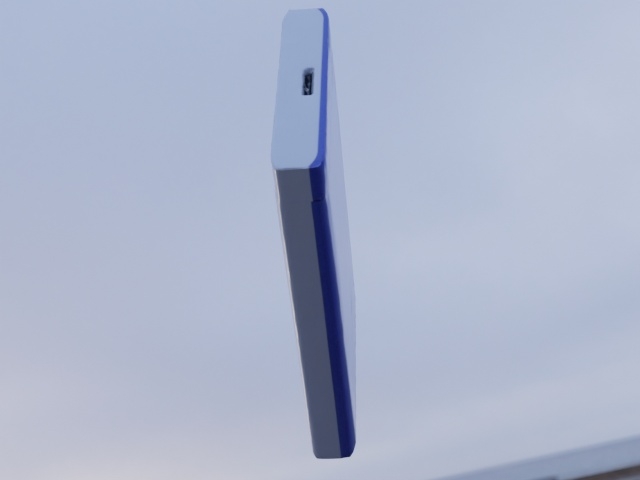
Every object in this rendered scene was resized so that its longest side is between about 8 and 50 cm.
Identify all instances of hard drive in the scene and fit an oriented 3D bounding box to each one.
[{"bbox_3d":[0.000,0.000,0.931,0.040,0.210,0.319,-3,-48,4],"label":"hard drive"}]
